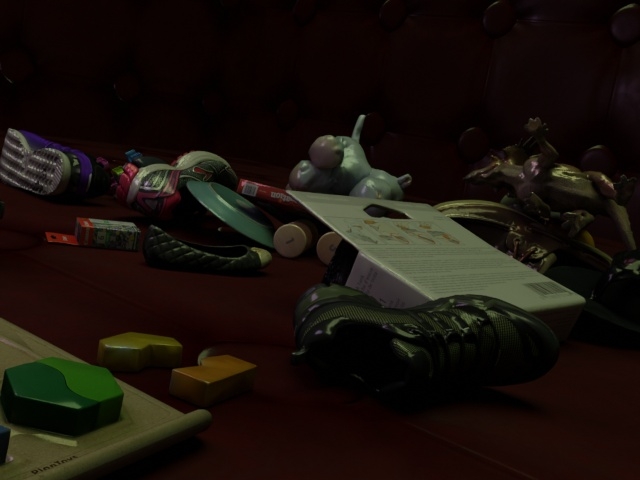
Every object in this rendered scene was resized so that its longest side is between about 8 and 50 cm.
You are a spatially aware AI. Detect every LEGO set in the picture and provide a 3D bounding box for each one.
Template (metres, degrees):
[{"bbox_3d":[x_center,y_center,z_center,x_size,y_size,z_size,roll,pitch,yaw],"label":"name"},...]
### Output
[{"bbox_3d":[-0.356,-0.109,1.439,0.087,0.093,0.227,-30,33,-24],"label":"LEGO set"}]

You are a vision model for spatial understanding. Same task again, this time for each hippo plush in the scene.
[{"bbox_3d":[0.073,-0.123,1.779,0.236,0.234,0.294,42,31,7],"label":"hippo plush"}]

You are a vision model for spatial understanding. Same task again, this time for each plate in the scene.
[{"bbox_3d":[-0.134,-0.049,1.192,0.188,0.024,0.188,34,9,-6],"label":"plate"}]

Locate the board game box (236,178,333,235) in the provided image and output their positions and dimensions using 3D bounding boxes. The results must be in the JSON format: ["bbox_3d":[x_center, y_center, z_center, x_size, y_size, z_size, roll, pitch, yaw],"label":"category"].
[{"bbox_3d":[-0.030,-0.045,1.280,0.145,0.027,0.281,16,-6,17],"label":"board game box"}]

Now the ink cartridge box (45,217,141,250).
[{"bbox_3d":[-0.303,-0.011,0.975,0.115,0.029,0.063,6,9,-25],"label":"ink cartridge box"}]

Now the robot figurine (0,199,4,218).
[{"bbox_3d":[-0.473,-0.032,0.728,0.291,0.085,0.211,11,9,11],"label":"robot figurine"}]

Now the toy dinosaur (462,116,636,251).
[{"bbox_3d":[0.377,-0.081,1.136,0.296,0.127,0.200,32,8,13],"label":"toy dinosaur"}]

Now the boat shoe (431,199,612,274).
[{"bbox_3d":[0.317,0.032,1.118,0.342,0.123,0.123,20,14,-7],"label":"boat shoe"}]

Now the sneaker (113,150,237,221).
[{"bbox_3d":[-0.235,-0.082,1.302,0.112,0.121,0.299,29,21,17],"label":"sneaker"}]

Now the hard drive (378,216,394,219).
[{"bbox_3d":[0.254,0.010,1.459,0.319,0.040,0.210,13,9,16],"label":"hard drive"}]

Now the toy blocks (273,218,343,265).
[{"bbox_3d":[0.000,0.000,1.181,0.123,0.054,0.148,11,8,9],"label":"toy blocks"}]

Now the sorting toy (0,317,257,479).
[{"bbox_3d":[-0.184,0.082,0.446,0.229,0.041,0.307,14,9,27],"label":"sorting toy"}]

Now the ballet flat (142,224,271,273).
[{"bbox_3d":[-0.140,0.013,0.936,0.173,0.049,0.057,6,10,-28],"label":"ballet flat"}]

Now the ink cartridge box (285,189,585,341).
[{"bbox_3d":[0.129,0.035,0.849,0.296,0.066,0.261,1,27,-48],"label":"ink cartridge box"}]

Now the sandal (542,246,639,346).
[{"bbox_3d":[0.493,0.070,1.013,0.446,0.107,0.167,7,23,-21],"label":"sandal"}]

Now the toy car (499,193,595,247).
[{"bbox_3d":[0.379,0.000,1.266,0.182,0.159,0.136,12,8,19],"label":"toy car"}]

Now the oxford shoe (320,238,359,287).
[{"bbox_3d":[0.057,0.041,0.895,0.096,0.083,0.227,28,19,5],"label":"oxford shoe"}]

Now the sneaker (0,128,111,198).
[{"bbox_3d":[-0.494,-0.133,1.378,0.146,0.102,0.293,7,12,-46],"label":"sneaker"}]

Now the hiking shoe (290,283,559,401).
[{"bbox_3d":[0.087,0.098,0.598,0.227,0.086,0.114,5,22,1],"label":"hiking shoe"}]
